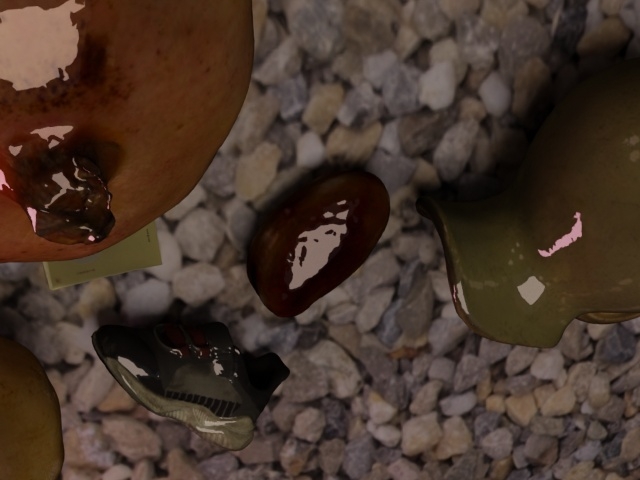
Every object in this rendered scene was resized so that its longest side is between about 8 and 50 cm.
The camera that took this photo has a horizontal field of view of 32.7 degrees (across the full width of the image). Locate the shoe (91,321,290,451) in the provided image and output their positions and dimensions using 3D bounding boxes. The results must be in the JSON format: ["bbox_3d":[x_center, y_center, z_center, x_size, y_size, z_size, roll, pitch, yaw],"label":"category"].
[{"bbox_3d":[-0.125,0.125,1.102,0.112,0.099,0.227,-45,131,4],"label":"shoe"}]

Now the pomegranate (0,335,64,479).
[{"bbox_3d":[-0.342,0.175,0.976,0.233,0.233,0.233,-10,126,-14],"label":"pomegranate"}]

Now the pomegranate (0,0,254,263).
[{"bbox_3d":[-0.201,-0.128,0.746,0.338,0.338,0.338,-10,126,-14],"label":"pomegranate"}]

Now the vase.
[{"bbox_3d":[0.298,-0.005,1.097,0.302,0.241,0.329,-33,140,17],"label":"vase"}]

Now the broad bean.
[{"bbox_3d":[0.000,0.000,1.067,0.165,0.084,0.114,-39,145,0],"label":"broad bean"}]

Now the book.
[{"bbox_3d":[-0.208,0.003,1.027,0.110,0.014,0.077,-13,126,-13],"label":"book"}]
